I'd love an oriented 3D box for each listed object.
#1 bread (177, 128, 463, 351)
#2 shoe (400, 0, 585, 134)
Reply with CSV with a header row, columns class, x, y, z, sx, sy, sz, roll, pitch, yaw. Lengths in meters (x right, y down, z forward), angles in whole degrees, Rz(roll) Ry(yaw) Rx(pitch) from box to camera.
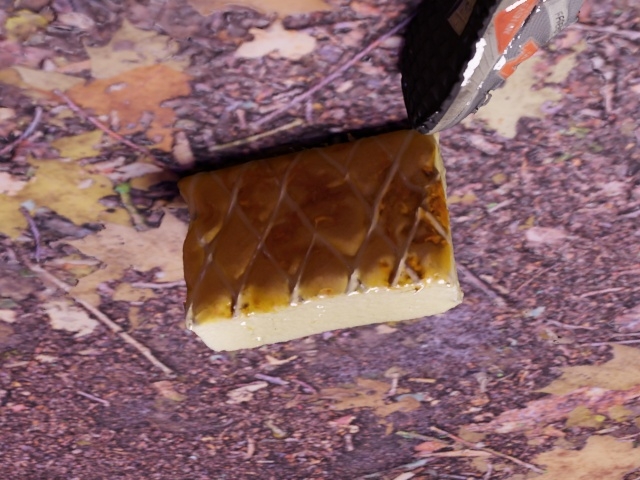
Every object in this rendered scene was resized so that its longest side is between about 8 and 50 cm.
class,x,y,z,sx,sy,sz,roll,pitch,yaw
bread,-0.001,0.000,0.974,0.188,0.126,0.068,-10,149,8
shoe,0.111,-0.127,0.845,0.077,0.074,0.194,2,146,-21
